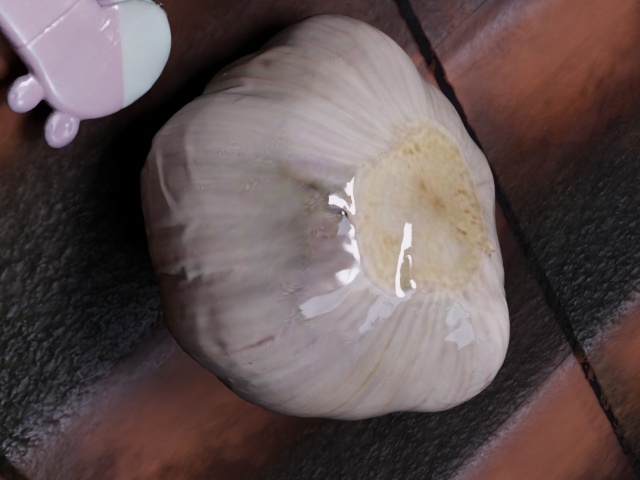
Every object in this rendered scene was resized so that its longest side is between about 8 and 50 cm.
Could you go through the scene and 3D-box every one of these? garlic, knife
[{"bbox_3d":[0.000,0.000,1.386,0.317,0.259,0.317,-1,91,-36],"label":"garlic"},{"bbox_3d":[-0.224,-0.212,1.187,0.132,0.038,0.398,-45,139,-9],"label":"knife"}]
